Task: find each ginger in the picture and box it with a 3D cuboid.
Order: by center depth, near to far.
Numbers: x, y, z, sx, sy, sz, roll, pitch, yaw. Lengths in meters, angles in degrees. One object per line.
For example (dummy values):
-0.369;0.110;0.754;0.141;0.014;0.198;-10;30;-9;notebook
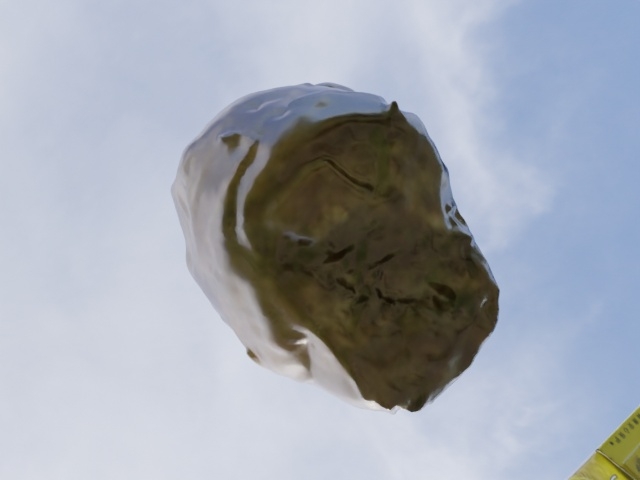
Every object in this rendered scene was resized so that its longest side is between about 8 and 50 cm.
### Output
-0.003;0.002;0.990;0.200;0.223;0.269;-28;-75;-18;ginger

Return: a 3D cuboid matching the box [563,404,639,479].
0.348;0.323;1.496;0.097;0.265;0.168;45;-138;15;box
